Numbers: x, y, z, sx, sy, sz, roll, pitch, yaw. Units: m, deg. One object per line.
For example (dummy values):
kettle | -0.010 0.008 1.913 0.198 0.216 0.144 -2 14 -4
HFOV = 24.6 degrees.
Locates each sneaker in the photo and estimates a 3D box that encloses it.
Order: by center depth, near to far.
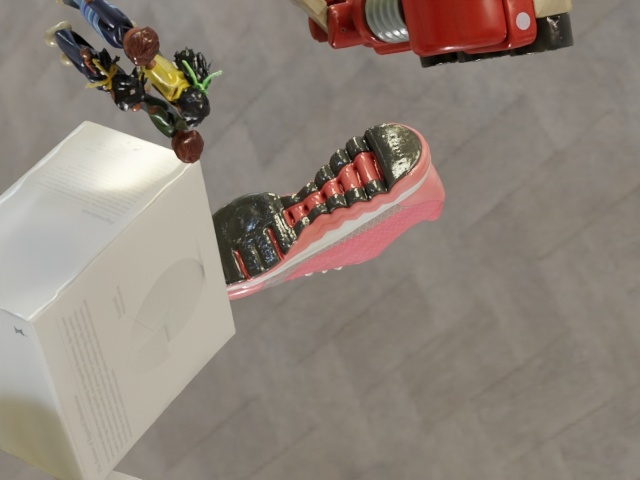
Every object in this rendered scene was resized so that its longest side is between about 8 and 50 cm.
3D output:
sneaker | 0.000 0.000 1.626 0.314 0.136 0.116 -27 49 12

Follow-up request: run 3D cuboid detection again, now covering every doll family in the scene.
doll family | -0.129 -0.121 1.037 0.076 0.193 0.111 -50 54 8

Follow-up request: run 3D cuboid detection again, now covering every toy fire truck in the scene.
toy fire truck | 0.061 -0.218 1.267 0.217 0.246 0.158 5 108 60

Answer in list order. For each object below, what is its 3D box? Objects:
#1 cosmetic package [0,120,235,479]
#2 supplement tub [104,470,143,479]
cosmetic package | -0.207 0.057 1.303 0.138 0.224 0.224 19 138 27
supplement tub | -0.221 0.396 1.401 0.228 0.228 0.316 -6 54 49
